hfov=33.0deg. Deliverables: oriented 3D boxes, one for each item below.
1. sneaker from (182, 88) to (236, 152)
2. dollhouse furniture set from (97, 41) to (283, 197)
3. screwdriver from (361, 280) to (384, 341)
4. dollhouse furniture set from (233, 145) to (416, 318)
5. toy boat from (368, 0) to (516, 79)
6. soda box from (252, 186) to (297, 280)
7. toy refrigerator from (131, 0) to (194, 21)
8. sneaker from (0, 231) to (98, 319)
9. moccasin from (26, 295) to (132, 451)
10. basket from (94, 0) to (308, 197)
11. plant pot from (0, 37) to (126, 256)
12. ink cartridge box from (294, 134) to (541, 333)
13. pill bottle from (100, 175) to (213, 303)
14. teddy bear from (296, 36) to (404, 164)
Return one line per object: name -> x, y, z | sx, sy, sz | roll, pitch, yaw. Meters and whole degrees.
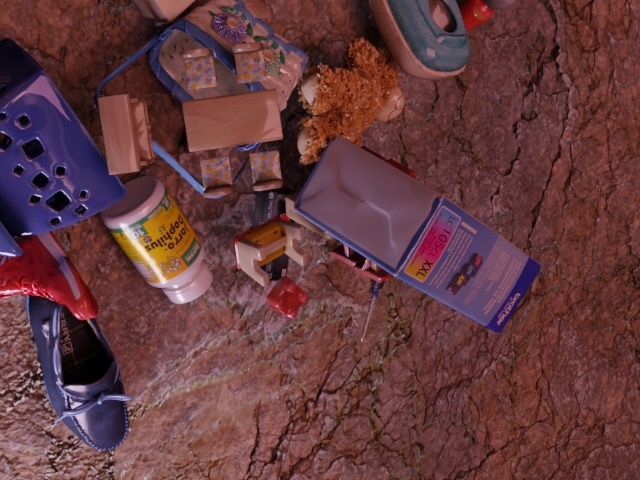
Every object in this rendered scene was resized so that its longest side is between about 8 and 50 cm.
sneaker -> -0.174, -0.223, 1.852 | 0.188, 0.066, 0.071 | -40, 107, -24
dollhouse furniture set -> -0.179, -0.166, 1.554 | 0.242, 0.161, 0.212 | -8, 97, 0
screwdriver -> 0.109, 0.128, 2.188 | 0.025, 0.024, 0.170 | 8, 103, -8
dollhouse furniture set -> 0.000, 0.000, 1.953 | 0.374, 0.152, 0.201 | -27, 128, -30
toy boat -> 0.229, -0.431, 1.978 | 0.318, 0.148, 0.267 | -16, 79, -46
soda box -> -0.089, -0.013, 1.972 | 0.053, 0.060, 0.169 | -2, 106, -40
toy refrigerator -> -0.192, -0.473, 1.721 | 0.269, 0.102, 0.094 | -46, 126, -14
sneaker -> -0.432, 0.076, 1.664 | 0.128, 0.221, 0.087 | -33, 131, -11
moccasin -> -0.400, 0.221, 1.790 | 0.137, 0.117, 0.342 | -33, 121, -23
basket -> -0.181, -0.240, 1.713 | 0.255, 0.201, 0.289 | 39, 67, -7
plant pot -> -0.453, -0.126, 1.572 | 0.212, 0.236, 0.236 | -37, 124, -12
ink cartridge box -> 0.183, 0.004, 1.813 | 0.395, 0.270, 0.151 | 27, 96, -47
pill bottle -> -0.268, 0.004, 1.814 | 0.117, 0.117, 0.208 | -42, 125, -18
teddy bear -> 0.057, -0.234, 1.879 | 0.338, 0.113, 0.245 | 2, 98, -67
